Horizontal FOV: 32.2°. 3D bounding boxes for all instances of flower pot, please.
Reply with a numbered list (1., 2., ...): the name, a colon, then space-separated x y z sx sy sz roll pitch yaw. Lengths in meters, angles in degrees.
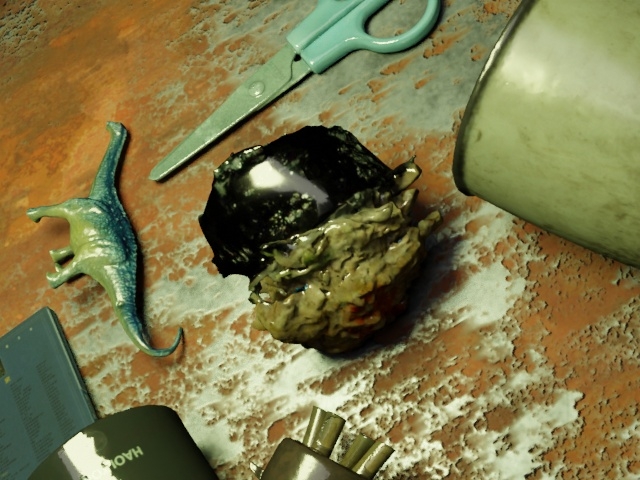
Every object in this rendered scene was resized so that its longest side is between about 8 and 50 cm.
1. flower pot: 0.342 -0.101 1.111 0.330 0.293 0.294 33 82 23

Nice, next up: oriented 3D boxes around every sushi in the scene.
1. sushi: 0.003 0.004 1.230 0.238 0.225 0.219 -46 65 35

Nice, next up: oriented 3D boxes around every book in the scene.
1. book: -0.366 0.231 1.353 0.191 0.025 0.269 -35 53 3

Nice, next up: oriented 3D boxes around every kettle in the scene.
1. kettle: -0.175 0.352 1.125 0.308 0.262 0.203 49 125 27

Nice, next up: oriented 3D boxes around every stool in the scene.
1. stool: 0.032 0.263 1.159 0.217 0.125 0.121 30 79 18

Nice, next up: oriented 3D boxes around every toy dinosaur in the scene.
1. toy dinosaur: -0.285 0.005 1.410 0.147 0.076 0.363 -21 59 3

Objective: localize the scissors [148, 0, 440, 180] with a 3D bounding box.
1. scissors: -0.050 -0.221 1.444 0.447 0.029 0.192 -39 60 1
